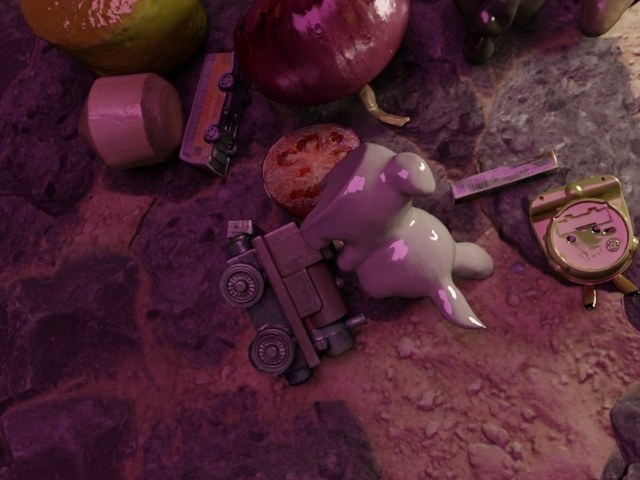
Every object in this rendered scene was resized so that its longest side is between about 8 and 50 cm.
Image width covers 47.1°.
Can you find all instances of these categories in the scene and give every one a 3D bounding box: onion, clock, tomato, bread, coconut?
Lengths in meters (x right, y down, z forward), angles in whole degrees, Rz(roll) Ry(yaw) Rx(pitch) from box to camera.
[{"bbox_3d":[0.004,-0.392,1.451,0.358,0.358,0.345,5,118,16],"label":"onion"},{"bbox_3d":[0.487,0.007,1.324,0.170,0.069,0.232,-18,71,9],"label":"clock"},{"bbox_3d":[-0.006,-0.133,1.475,0.225,0.085,0.225,-9,55,13],"label":"tomato"},{"bbox_3d":[-0.437,-0.513,1.586,0.348,0.308,0.348,-4,72,12],"label":"bread"},{"bbox_3d":[-0.408,-0.253,1.565,0.222,0.202,0.202,-5,73,9],"label":"coconut"}]

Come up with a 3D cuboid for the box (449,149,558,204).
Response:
[{"bbox_3d":[0.350,-0.119,1.407,0.207,0.050,0.041,-18,74,9],"label":"box"}]

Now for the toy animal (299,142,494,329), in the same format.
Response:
[{"bbox_3d":[0.158,-0.002,1.289,0.241,0.367,0.196,-22,31,44],"label":"toy animal"}]

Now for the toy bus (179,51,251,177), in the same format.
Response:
[{"bbox_3d":[-0.225,-0.272,1.582,0.106,0.092,0.268,6,76,25],"label":"toy bus"}]

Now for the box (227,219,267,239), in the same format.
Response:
[{"bbox_3d":[-0.144,-0.009,1.468,0.050,0.117,0.036,-2,76,16],"label":"box"}]

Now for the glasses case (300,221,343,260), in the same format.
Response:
[{"bbox_3d":[0.000,0.000,1.463,0.196,0.050,0.083,-11,70,11],"label":"glasses case"}]

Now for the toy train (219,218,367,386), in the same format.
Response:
[{"bbox_3d":[-0.050,0.110,1.369,0.221,0.150,0.304,-24,93,3],"label":"toy train"}]

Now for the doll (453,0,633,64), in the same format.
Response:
[{"bbox_3d":[0.431,-0.514,1.396,0.378,0.252,0.382,20,93,12],"label":"doll"}]

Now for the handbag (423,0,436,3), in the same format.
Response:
[{"bbox_3d":[0.244,-0.643,1.579,0.179,0.062,0.229,41,87,21],"label":"handbag"}]
